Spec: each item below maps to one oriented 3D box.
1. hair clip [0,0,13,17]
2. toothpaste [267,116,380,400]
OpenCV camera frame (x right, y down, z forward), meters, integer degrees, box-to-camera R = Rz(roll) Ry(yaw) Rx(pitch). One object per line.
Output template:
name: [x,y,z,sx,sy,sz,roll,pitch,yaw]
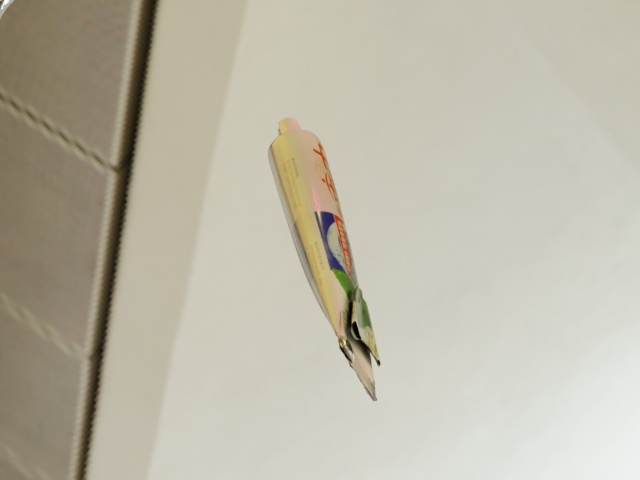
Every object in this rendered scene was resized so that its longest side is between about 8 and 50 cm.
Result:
hair clip: [-0.254,-0.088,0.952,0.083,0.275,0.048,31,-23,-13]
toothpaste: [0.000,0.000,0.727,0.028,0.170,0.045,-20,-43,4]
